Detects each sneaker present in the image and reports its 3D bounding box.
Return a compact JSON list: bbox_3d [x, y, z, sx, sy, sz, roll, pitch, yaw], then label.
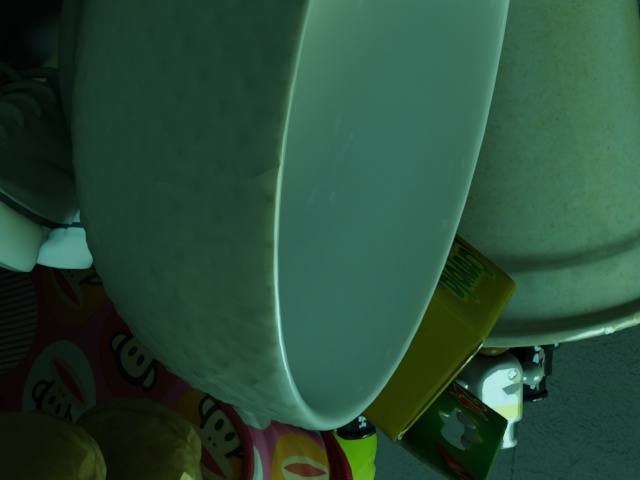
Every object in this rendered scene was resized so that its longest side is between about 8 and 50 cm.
[{"bbox_3d":[-0.151,-0.039,0.844,0.258,0.094,0.091,2,103,-85],"label":"sneaker"}]

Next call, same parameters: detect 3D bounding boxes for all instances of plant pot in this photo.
[{"bbox_3d":[0.154,-0.114,1.609,0.334,0.334,0.305,-44,134,-59],"label":"plant pot"}]

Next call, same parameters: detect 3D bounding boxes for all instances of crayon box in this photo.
[{"bbox_3d":[0.000,0.000,1.081,0.081,0.318,0.202,-51,177,12],"label":"crayon box"}]

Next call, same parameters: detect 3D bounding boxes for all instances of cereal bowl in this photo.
[{"bbox_3d":[-0.019,-0.092,0.836,0.339,0.141,0.339,13,90,-73],"label":"cereal bowl"}]

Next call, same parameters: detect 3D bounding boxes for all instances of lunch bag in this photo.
[{"bbox_3d":[-0.140,0.135,1.064,0.120,0.293,0.258,19,114,-49],"label":"lunch bag"}]

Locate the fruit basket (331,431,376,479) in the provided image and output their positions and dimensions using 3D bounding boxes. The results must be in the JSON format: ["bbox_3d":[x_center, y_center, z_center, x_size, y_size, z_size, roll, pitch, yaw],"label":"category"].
[{"bbox_3d":[-0.043,0.155,1.861,0.283,0.392,0.392,-51,176,20],"label":"fruit basket"}]

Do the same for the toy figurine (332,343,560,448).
[{"bbox_3d":[0.106,0.088,1.700,0.209,0.213,0.148,-39,131,-65],"label":"toy figurine"}]

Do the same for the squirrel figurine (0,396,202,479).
[{"bbox_3d":[-0.185,0.241,0.853,0.397,0.370,0.281,-50,177,5],"label":"squirrel figurine"}]
